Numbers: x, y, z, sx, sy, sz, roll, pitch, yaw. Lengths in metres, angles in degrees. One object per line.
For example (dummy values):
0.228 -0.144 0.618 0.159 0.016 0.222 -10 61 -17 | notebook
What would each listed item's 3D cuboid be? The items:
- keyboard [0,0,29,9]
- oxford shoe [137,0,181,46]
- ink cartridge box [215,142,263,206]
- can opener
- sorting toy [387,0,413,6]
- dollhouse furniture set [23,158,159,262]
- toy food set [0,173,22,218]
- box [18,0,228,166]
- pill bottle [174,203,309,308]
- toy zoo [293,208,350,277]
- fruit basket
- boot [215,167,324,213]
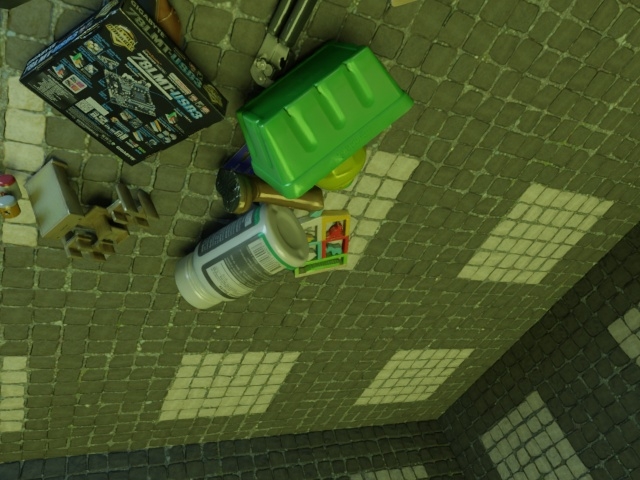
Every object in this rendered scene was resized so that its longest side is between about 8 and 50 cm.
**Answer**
-0.414 -0.478 0.717 0.317 0.033 0.201 -17 136 13 | keyboard
-0.318 -0.454 0.996 0.076 0.076 0.212 -27 153 -30 | oxford shoe
-0.141 -0.188 1.358 0.206 0.045 0.208 -41 134 22 | ink cartridge box
-0.073 -0.463 1.097 0.093 0.074 0.280 -27 156 -51 | can opener
0.254 -0.581 0.915 0.257 0.089 0.255 -20 140 -7 | sorting toy
-0.582 -0.079 1.249 0.212 0.161 0.242 -35 159 14 | dollhouse furniture set
-0.766 -0.133 1.086 0.232 0.111 0.104 15 134 6 | toy food set
-0.400 -0.313 1.039 0.293 0.073 0.295 -21 140 24 | box
-0.230 0.051 1.426 0.361 0.204 0.204 -27 139 23 | pill bottle
0.000 0.000 1.623 0.192 0.030 0.293 -12 138 -12 | toy zoo
0.022 -0.234 1.190 0.392 0.283 0.392 -13 120 -25 | fruit basket
-0.111 -0.116 1.254 0.269 0.236 0.089 9 112 -25 | boot
